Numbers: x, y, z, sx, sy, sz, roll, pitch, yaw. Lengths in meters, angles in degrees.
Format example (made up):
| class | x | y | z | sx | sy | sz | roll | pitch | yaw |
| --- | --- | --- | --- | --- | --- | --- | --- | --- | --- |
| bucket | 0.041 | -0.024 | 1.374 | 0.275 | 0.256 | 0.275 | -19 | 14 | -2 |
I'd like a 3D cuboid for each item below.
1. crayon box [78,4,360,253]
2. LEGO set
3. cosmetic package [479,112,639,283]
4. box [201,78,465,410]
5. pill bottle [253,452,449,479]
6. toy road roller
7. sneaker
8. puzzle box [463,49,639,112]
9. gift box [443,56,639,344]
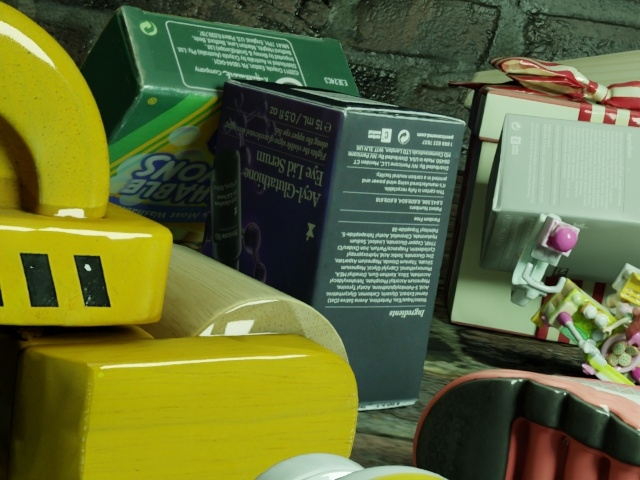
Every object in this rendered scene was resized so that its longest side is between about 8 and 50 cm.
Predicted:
| class | x | y | z | sx | sy | sz | roll | pitch | yaw |
| --- | --- | --- | --- | --- | --- | --- | --- | --- | --- |
| crayon box | -0.135 | -0.047 | 1.077 | 0.203 | 0.083 | 0.323 | 2 | -33 | -36 |
| LEGO set | 0.287 | 0.079 | 1.025 | 0.287 | 0.132 | 0.107 | 14 | 16 | -9 |
| cosmetic package | 0.262 | -0.028 | 1.107 | 0.238 | 0.107 | 0.127 | 8 | -26 | 5 |
| box | 0.000 | 0.000 | 0.916 | 0.108 | 0.207 | 0.153 | 2 | 11 | -36 |
| pill bottle | 0.036 | 0.135 | 0.421 | 0.103 | 0.103 | 0.184 | 4 | 10 | -29 |
| toy road roller | -0.143 | 0.004 | 0.629 | 0.329 | 0.240 | 0.202 | 3 | 11 | -35 |
| sneaker | 0.213 | 0.121 | 0.667 | 0.314 | 0.116 | 0.136 | 13 | 8 | 24 |
| puzzle box | 0.394 | -0.081 | 1.561 | 0.272 | 0.052 | 0.409 | -3 | -32 | 46 |
| gift box | 0.243 | -0.048 | 1.314 | 0.255 | 0.258 | 0.276 | 9 | 10 | -3 |
